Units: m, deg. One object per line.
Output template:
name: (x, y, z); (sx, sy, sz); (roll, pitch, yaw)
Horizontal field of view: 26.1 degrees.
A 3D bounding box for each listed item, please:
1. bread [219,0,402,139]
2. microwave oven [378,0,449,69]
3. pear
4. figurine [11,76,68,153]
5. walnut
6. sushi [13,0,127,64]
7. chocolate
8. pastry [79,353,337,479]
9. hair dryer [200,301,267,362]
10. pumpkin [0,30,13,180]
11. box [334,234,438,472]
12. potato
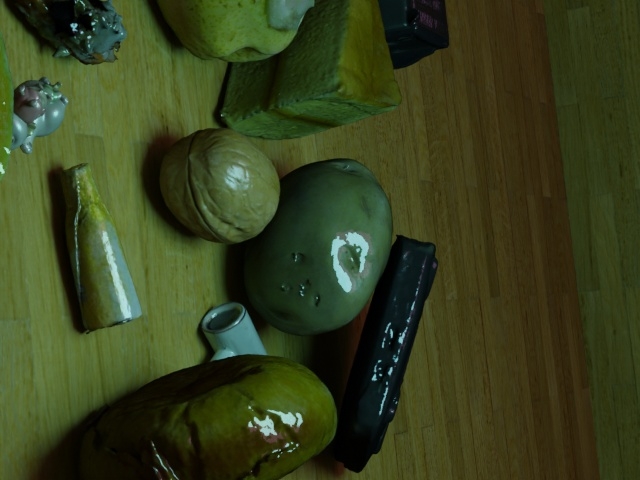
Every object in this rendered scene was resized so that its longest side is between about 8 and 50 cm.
bread: (-0.036, -0.364, 2.246); (0.245, 0.233, 0.362); (6, 73, -60)
microwave oven: (0.089, -0.409, 2.467); (0.178, 0.247, 0.188); (11, 74, -63)
pear: (-0.130, -0.398, 2.087); (0.271, 0.271, 0.271); (25, 61, -57)
figurine: (-0.381, -0.158, 1.700); (0.146, 0.081, 0.098); (-38, 152, -58)
walnut: (-0.145, -0.078, 2.025); (0.197, 0.165, 0.165); (59, 34, -54)
sushi: (-0.330, -0.297, 1.811); (0.226, 0.103, 0.097); (34, 52, -44)
chocolate: (-0.298, 0.008, 1.822); (0.085, 0.085, 0.219); (-20, 96, -61)
pastry: (-0.145, 0.248, 1.783); (0.356, 0.356, 0.164); (-25, 94, -61)
hair dryer: (-0.153, 0.213, 2.036); (0.236, 0.073, 0.131); (-59, 134, -46)
pumpkin: (-0.491, -0.150, 1.401); (0.332, 0.199, 0.332); (12, 75, -52)
box: (0.102, 0.192, 2.274); (0.359, 0.091, 0.350); (97, 9, -72)
potato: (0.000, 0.000, 2.185); (0.221, 0.243, 0.326); (28, 41, -5)
